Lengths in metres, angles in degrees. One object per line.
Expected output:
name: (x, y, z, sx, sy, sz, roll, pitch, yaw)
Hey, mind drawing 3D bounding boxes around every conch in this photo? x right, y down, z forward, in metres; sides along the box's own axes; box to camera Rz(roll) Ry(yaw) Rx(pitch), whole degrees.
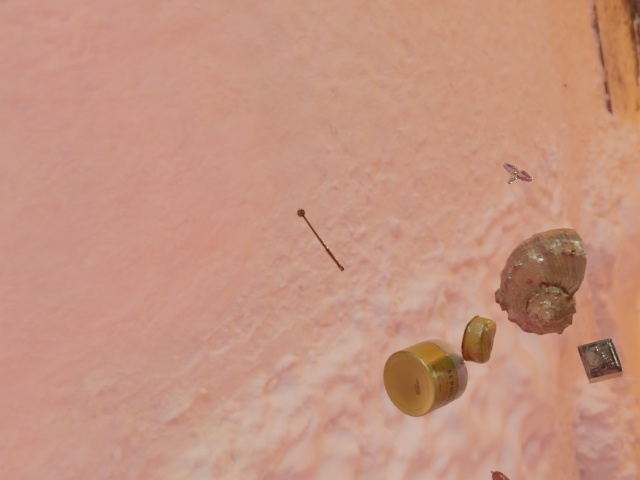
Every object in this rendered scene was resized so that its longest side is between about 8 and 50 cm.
conch: (0.625, 0.092, 1.809, 0.209, 0.297, 0.352, 14, 35, -19)

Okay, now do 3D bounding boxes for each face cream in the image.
face cream: (0.341, 0.447, 2.049, 0.179, 0.218, 0.218, -9, 94, -42)

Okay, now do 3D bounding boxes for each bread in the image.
bread: (0.499, 0.312, 1.995, 0.125, 0.086, 0.156, 36, 69, -52)

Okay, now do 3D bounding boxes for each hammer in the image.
hammer: (0.000, 0.000, 1.004, 0.014, 0.029, 0.123, -36, 97, -2)

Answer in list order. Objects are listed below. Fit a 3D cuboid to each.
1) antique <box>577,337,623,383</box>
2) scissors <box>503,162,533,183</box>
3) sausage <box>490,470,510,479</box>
antique: (0.716, 0.310, 1.602, 0.183, 0.088, 0.086, 34, 40, -61)
scissors: (0.633, -0.211, 2.038, 0.212, 0.110, 0.021, -31, 151, -61)
sausage: (0.428, 0.546, 1.273, 0.029, 0.223, 0.030, -16, 123, -27)
